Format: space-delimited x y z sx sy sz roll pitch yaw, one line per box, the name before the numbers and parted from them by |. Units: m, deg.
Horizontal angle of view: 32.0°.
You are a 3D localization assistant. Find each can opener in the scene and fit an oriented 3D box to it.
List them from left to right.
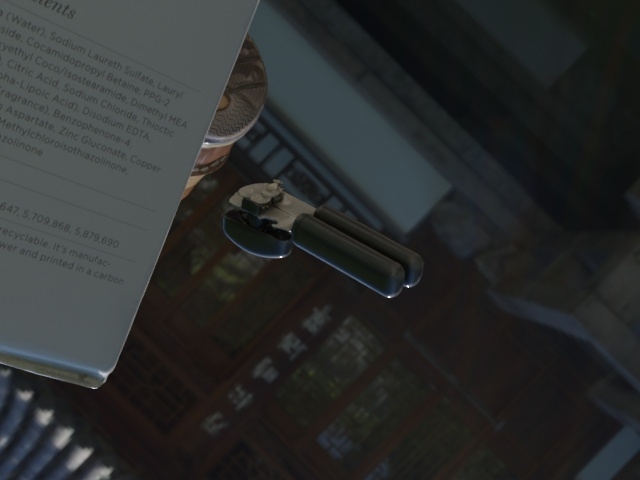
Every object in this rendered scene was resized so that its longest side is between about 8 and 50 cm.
can opener | 0.000 0.000 1.373 0.280 0.074 0.093 25 125 33

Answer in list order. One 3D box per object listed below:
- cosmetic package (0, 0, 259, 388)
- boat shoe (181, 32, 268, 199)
cosmetic package | -0.143 -0.152 0.563 0.156 0.385 0.217 24 -179 -42
boat shoe | -0.138 -0.159 0.763 0.123 0.116 0.324 4 -133 -29
